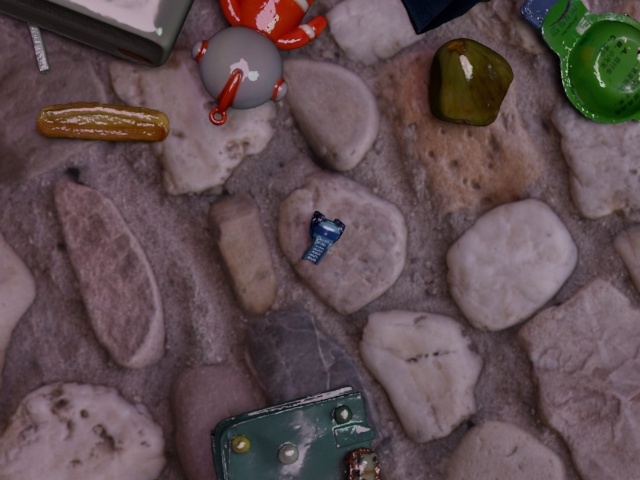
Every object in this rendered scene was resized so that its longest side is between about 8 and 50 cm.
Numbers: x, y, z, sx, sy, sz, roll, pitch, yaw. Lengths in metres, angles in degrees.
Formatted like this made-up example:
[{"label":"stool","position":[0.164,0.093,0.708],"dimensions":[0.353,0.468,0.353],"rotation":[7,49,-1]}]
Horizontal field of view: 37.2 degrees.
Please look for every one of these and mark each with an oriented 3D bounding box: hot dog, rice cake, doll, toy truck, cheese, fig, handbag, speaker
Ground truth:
[{"label":"hot dog","position":[-0.359,-0.199,1.575],"dimensions":[0.216,0.047,0.066],"rotation":[-1,124,-10]},{"label":"rice cake","position":[-0.470,-0.335,1.571],"dimensions":[0.021,0.022,0.121],"rotation":[-14,90,-13]},{"label":"doll","position":[-0.108,-0.340,1.609],"dimensions":[0.200,0.105,0.336],"rotation":[25,76,-10]},{"label":"toy truck","position":[0.000,0.000,1.630],"dimensions":[0.056,0.073,0.090],"rotation":[24,97,-9]},{"label":"cheese","position":[0.499,-0.344,1.731],"dimensions":[0.320,0.083,0.204],"rotation":[41,83,-9]},{"label":"fig","position":[0.252,-0.277,1.651],"dimensions":[0.165,0.154,0.144],"rotation":[53,33,-38]},{"label":"handbag","position":[-0.032,0.399,1.588],"dimensions":[0.274,0.100,0.268],"rotation":[-9,89,-11]},{"label":"speaker","position":[-0.396,-0.434,1.502],"dimensions":[0.406,0.183,0.184],"rotation":[19,78,-10]}]

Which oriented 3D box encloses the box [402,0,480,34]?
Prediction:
[{"label":"box","position":[0.187,-0.519,1.586],"dimensions":[0.116,0.261,0.279],"rotation":[-25,92,-13]}]
